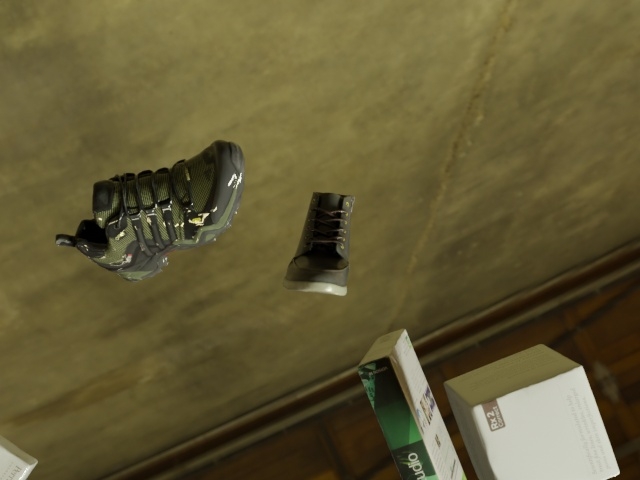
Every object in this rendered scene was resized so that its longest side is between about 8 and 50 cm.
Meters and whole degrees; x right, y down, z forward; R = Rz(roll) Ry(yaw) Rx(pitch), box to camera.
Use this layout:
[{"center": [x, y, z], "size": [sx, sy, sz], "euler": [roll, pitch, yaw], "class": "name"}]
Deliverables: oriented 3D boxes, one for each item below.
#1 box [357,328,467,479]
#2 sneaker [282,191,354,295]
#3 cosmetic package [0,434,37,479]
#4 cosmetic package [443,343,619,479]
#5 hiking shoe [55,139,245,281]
[{"center": [0.152, 0.306, 1.660], "size": [0.059, 0.322, 0.232], "euler": [-23, 180, 12], "class": "box"}, {"center": [0.000, 0.000, 1.429], "size": [0.083, 0.118, 0.222], "euler": [7, -171, 0], "class": "sneaker"}, {"center": [-0.559, 0.320, 1.661], "size": [0.117, 0.231, 0.085], "euler": [-57, -178, -7], "class": "cosmetic package"}, {"center": [0.268, 0.240, 1.428], "size": [0.152, 0.151, 0.184], "euler": [-21, -175, -3], "class": "cosmetic package"}, {"center": [-0.173, -0.032, 1.130], "size": [0.114, 0.086, 0.227], "euler": [19, 134, -42], "class": "hiking shoe"}]
